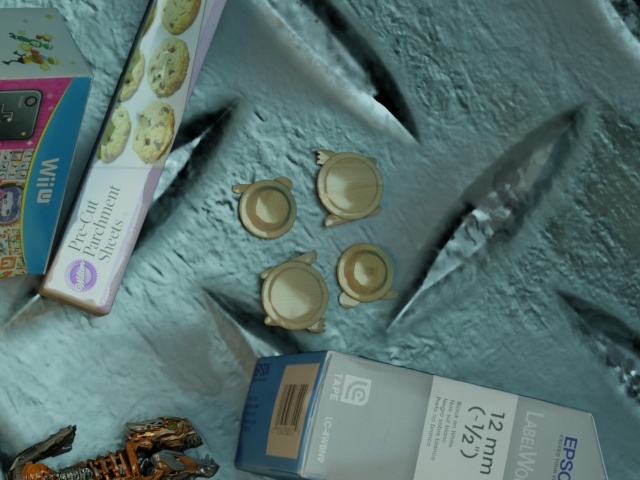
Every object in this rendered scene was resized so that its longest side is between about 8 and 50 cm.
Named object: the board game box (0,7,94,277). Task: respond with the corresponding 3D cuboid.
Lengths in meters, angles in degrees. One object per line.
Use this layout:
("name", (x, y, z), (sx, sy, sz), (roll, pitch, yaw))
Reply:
("board game box", (-0.355, -0.068, 1.431), (0.303, 0.224, 0.097), (-7, 45, -30))

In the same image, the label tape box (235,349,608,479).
("label tape box", (0.124, 0.185, 1.552), (0.347, 0.249, 0.115), (12, 81, -14))

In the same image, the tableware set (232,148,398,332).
("tableware set", (0.000, 0.000, 1.659), (0.141, 0.020, 0.169), (-11, 86, -18))

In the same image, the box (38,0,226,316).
("box", (-0.164, -0.093, 1.601), (0.067, 0.063, 0.324), (22, 79, -11))

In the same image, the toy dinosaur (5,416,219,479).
("toy dinosaur", (-0.218, 0.287, 1.529), (0.322, 0.164, 0.218), (-38, 80, 2))
